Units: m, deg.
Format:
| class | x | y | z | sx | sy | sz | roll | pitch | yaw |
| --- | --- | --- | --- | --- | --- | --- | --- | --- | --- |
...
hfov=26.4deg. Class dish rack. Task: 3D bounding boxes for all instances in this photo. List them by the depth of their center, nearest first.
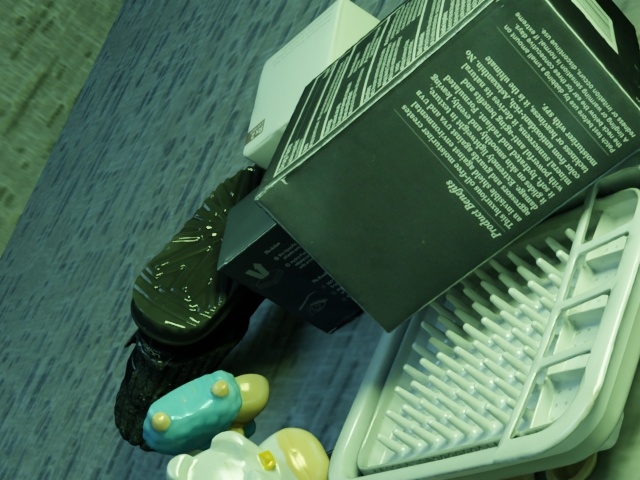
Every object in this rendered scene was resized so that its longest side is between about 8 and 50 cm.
| class | x | y | z | sx | sy | sz | roll | pitch | yaw |
| --- | --- | --- | --- | --- | --- | --- | --- | --- | --- |
| dish rack | 0.158 | 0.089 | 1.135 | 0.333 | 0.072 | 0.286 | -25 | 34 | 52 |

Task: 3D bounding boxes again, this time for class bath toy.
| class | x | y | z | sx | sy | sz | roll | pitch | yaw |
| --- | --- | --- | --- | --- | --- | --- | --- | --- | --- |
| bath toy | -0.033 | 0.278 | 1.172 | 0.129 | 0.151 | 0.348 | 87 | 160 | -52 |

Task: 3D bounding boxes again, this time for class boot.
| class | x | y | z | sx | sy | sz | roll | pitch | yaw |
| --- | --- | --- | --- | --- | --- | --- | --- | --- | --- |
| boot | -0.118 | 0.074 | 1.651 | 0.348 | 0.131 | 0.260 | -40 | -24 | -35 |

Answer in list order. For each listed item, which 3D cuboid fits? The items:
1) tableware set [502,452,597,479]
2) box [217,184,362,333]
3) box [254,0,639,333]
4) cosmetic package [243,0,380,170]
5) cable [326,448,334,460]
| class | x | y | z | sx | sy | sz | roll | pitch | yaw |
| --- | --- | --- | --- | --- | --- | --- | --- | --- | --- |
| tableware set | 0.169 | 0.219 | 1.058 | 0.141 | 0.020 | 0.169 | -40 | 30 | 36 |
| box | 0.000 | 0.000 | 1.467 | 0.156 | 0.158 | 0.093 | -37 | 32 | 40 |
| box | 0.124 | -0.118 | 1.221 | 0.294 | 0.183 | 0.296 | -38 | 14 | 23 |
| cosmetic package | 0.039 | -0.137 | 1.516 | 0.151 | 0.183 | 0.151 | -34 | 34 | 43 |
| cable | 0.011 | 0.254 | 1.291 | 0.151 | 0.047 | 0.184 | -55 | 24 | 9 |
